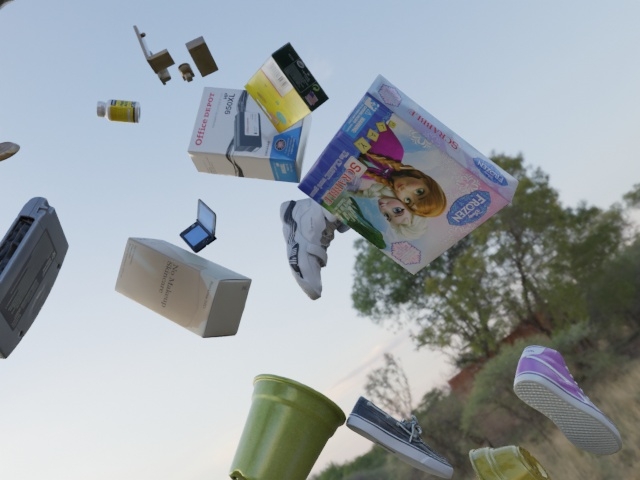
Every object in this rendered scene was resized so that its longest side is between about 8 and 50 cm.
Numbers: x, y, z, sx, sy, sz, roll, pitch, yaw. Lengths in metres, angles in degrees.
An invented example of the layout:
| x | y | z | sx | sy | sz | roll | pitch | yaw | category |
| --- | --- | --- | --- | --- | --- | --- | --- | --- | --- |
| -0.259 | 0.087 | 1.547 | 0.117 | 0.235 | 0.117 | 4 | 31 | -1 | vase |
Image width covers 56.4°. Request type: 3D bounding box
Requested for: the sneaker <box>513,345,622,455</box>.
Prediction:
| x | y | z | sx | sy | sz | roll | pitch | yaw | category |
| --- | --- | --- | --- | --- | --- | --- | --- | --- | --- |
| 0.566 | 0.345 | 1.344 | 0.102 | 0.282 | 0.161 | -45 | 6 | 38 | sneaker |

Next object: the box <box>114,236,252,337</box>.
| x | y | z | sx | sy | sz | roll | pitch | yaw | category |
| --- | --- | --- | --- | --- | --- | --- | --- | --- | --- |
| -0.327 | 0.106 | 1.410 | 0.121 | 0.311 | 0.148 | 8 | -80 | -59 | box |

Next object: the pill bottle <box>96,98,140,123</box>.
| x | y | z | sx | sy | sz | roll | pitch | yaw | category |
| --- | --- | --- | --- | --- | --- | --- | --- | --- | --- |
| -0.586 | -0.376 | 1.734 | 0.116 | 0.065 | 0.065 | 3 | -30 | -10 | pill bottle |

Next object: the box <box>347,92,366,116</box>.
| x | y | z | sx | sy | sz | roll | pitch | yaw | category |
| --- | --- | --- | --- | --- | --- | --- | --- | --- | --- |
| 0.184 | -0.400 | 1.995 | 0.051 | 0.175 | 0.220 | -14 | -14 | -28 | box |

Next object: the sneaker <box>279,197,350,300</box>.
| x | y | z | sx | sy | sz | roll | pitch | yaw | category |
| --- | --- | --- | --- | --- | --- | --- | --- | --- | --- |
| 0.000 | 0.000 | 1.909 | 0.210 | 0.366 | 0.137 | -21 | -30 | 12 | sneaker |

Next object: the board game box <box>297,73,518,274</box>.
| x | y | z | sx | sy | sz | roll | pitch | yaw | category |
| --- | --- | --- | --- | --- | --- | --- | --- | --- | --- |
| 0.152 | -0.107 | 1.157 | 0.066 | 0.318 | 0.319 | -57 | 5 | -37 | board game box |

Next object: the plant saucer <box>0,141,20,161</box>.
| x | y | z | sx | sy | sz | roll | pitch | yaw | category |
| --- | --- | --- | --- | --- | --- | --- | --- | --- | --- |
| -0.743 | -0.208 | 1.389 | 0.083 | 0.083 | 0.015 | -28 | -48 | -18 | plant saucer |

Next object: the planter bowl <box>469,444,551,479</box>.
| x | y | z | sx | sy | sz | roll | pitch | yaw | category |
| --- | --- | --- | --- | --- | --- | --- | --- | --- | --- |
| 0.436 | 0.517 | 1.302 | 0.090 | 0.217 | 0.217 | -49 | -22 | 12 | planter bowl |

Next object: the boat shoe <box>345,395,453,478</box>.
| x | y | z | sx | sy | sz | roll | pitch | yaw | category |
| --- | --- | --- | --- | --- | --- | --- | --- | --- | --- |
| 0.220 | 0.515 | 1.574 | 0.105 | 0.306 | 0.113 | -59 | -11 | -24 | boat shoe |

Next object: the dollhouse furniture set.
| x | y | z | sx | sy | sz | roll | pitch | yaw | category |
| --- | --- | --- | --- | --- | --- | --- | --- | --- | --- |
| -0.375 | -0.500 | 1.559 | 0.151 | 0.123 | 0.144 | -26 | -23 | -1 | dollhouse furniture set |

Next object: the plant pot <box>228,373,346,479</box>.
| x | y | z | sx | sy | sz | roll | pitch | yaw | category |
| --- | --- | --- | --- | --- | --- | --- | --- | --- | --- |
| -0.104 | 0.528 | 1.550 | 0.276 | 0.276 | 0.254 | 109 | -174 | -58 | plant pot |

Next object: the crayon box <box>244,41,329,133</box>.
| x | y | z | sx | sy | sz | roll | pitch | yaw | category |
| --- | --- | --- | --- | --- | --- | --- | --- | --- | --- |
| -0.115 | -0.465 | 1.864 | 0.081 | 0.202 | 0.318 | -41 | 13 | -19 | crayon box |

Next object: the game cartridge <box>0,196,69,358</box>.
| x | y | z | sx | sy | sz | roll | pitch | yaw | category |
| --- | --- | --- | --- | --- | --- | --- | --- | --- | --- |
| -0.618 | 0.081 | 1.230 | 0.198 | 0.062 | 0.297 | 107 | 177 | -52 | game cartridge |

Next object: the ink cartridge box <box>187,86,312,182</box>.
| x | y | z | sx | sy | sz | roll | pitch | yaw | category |
| --- | --- | --- | --- | --- | --- | --- | --- | --- | --- |
| -0.251 | -0.385 | 2.169 | 0.394 | 0.286 | 0.166 | 6 | -22 | 8 | ink cartridge box |

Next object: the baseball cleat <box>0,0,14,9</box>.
| x | y | z | sx | sy | sz | roll | pitch | yaw | category |
| --- | --- | --- | --- | --- | --- | --- | --- | --- | --- |
| -0.641 | -0.441 | 1.106 | 0.206 | 0.072 | 0.109 | -37 | -4 | 17 | baseball cleat |

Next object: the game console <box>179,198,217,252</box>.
| x | y | z | sx | sy | sz | roll | pitch | yaw | category |
| --- | --- | --- | --- | --- | --- | --- | --- | --- | --- |
| -0.339 | -0.041 | 1.645 | 0.107 | 0.122 | 0.071 | -38 | -49 | -13 | game console |
